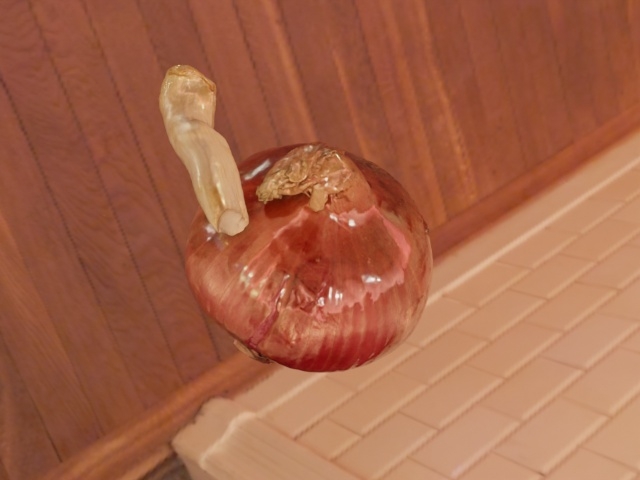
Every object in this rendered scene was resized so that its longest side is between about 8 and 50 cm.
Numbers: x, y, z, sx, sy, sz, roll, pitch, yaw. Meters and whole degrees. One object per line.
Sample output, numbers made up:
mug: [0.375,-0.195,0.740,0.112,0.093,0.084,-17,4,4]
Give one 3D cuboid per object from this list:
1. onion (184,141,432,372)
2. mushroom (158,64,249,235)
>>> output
onion: [-0.019,0.017,1.292,0.354,0.354,0.353,-8,104,-35]
mushroom: [-0.102,-0.082,0.840,0.059,0.202,0.054,24,122,-39]
